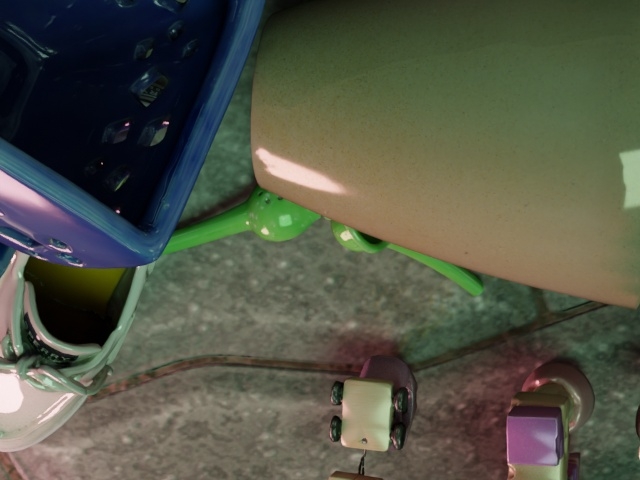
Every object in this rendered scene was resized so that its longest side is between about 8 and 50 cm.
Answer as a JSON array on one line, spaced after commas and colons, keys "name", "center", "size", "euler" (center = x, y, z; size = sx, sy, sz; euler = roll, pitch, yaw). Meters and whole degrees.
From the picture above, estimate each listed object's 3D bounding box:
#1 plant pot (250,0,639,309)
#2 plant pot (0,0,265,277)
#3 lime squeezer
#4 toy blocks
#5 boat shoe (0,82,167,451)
[{"name": "plant pot", "center": [0.096, -0.090, 1.118], "size": [0.274, 0.256, 0.256], "euler": [5, 128, 9]}, {"name": "plant pot", "center": [-0.209, -0.118, 1.016], "size": [0.236, 0.236, 0.212], "euler": [37, 147, -31]}, {"name": "lime squeezer", "center": [0.000, 0.000, 1.263], "size": [0.310, 0.059, 0.110], "euler": [5, 125, -14]}, {"name": "toy blocks", "center": [0.184, 0.244, 1.403], "size": [0.309, 0.260, 0.289], "euler": [6, 99, 15]}, {"name": "boat shoe", "center": [-0.200, 0.060, 1.196], "size": [0.136, 0.156, 0.367], "euler": [28, 122, -13]}]
